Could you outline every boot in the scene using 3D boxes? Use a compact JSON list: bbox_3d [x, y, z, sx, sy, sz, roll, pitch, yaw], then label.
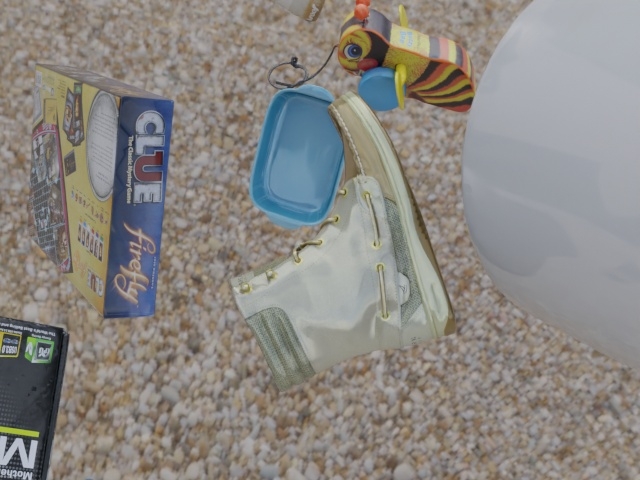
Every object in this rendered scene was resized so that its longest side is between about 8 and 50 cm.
[{"bbox_3d":[0.000,0.000,0.706,0.165,0.077,0.213,-20,85,4],"label":"boot"}]

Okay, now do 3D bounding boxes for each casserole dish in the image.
[{"bbox_3d":[-0.023,-0.107,1.115,0.114,0.189,0.037,18,19,8],"label":"casserole dish"}]

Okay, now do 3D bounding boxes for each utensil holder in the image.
[{"bbox_3d":[0.327,-0.031,0.559,0.327,0.328,0.385,-8,18,-26],"label":"utensil holder"}]

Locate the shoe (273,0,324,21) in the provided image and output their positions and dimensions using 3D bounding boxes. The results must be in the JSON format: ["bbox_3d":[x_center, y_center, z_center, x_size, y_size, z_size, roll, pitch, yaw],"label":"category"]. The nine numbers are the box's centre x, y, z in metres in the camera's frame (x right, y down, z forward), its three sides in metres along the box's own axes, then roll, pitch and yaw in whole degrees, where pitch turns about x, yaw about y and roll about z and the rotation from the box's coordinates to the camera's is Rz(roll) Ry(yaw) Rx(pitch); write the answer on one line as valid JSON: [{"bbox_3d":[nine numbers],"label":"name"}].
[{"bbox_3d":[-0.014,-0.287,0.759,0.058,0.076,0.219,11,60,-8],"label":"shoe"}]

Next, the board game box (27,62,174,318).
[{"bbox_3d":[-0.192,-0.052,0.726,0.042,0.165,0.243,-1,16,-32],"label":"board game box"}]

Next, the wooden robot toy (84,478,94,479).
[{"bbox_3d":[-0.192,0.268,0.730,0.076,0.173,0.079,-35,64,-21],"label":"wooden robot toy"}]

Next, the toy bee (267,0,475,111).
[{"bbox_3d":[0.087,-0.266,1.251,0.298,0.162,0.195,-10,54,-14],"label":"toy bee"}]

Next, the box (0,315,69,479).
[{"bbox_3d":[-0.283,0.135,0.602,0.190,0.045,0.184,16,60,-25],"label":"box"}]
